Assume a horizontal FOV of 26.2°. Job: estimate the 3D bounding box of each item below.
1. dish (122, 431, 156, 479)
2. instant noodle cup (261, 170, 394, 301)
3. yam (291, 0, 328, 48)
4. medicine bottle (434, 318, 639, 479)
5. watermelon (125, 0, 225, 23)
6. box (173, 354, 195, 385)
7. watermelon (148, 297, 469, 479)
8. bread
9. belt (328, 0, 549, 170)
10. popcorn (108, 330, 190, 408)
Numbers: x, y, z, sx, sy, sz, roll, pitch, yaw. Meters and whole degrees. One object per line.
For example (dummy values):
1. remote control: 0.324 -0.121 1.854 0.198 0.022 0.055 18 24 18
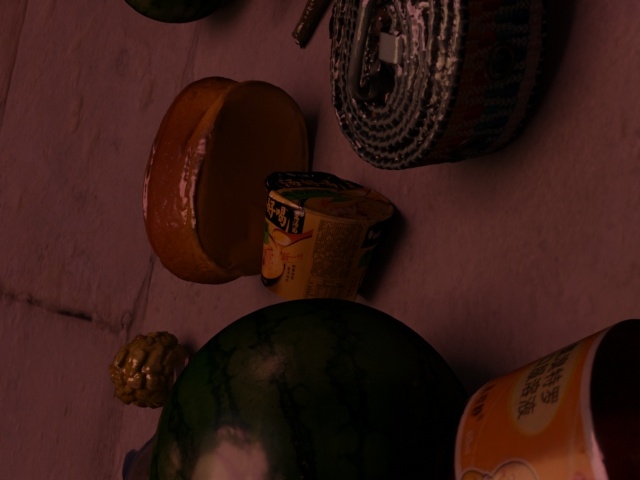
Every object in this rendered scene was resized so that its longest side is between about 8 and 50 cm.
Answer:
1. dish: -0.174 0.349 1.764 0.228 0.086 0.236 -49 42 36
2. instant noodle cup: 0.000 0.000 1.570 0.151 0.151 0.122 43 127 54
3. yam: -0.005 -0.303 1.774 0.129 0.027 0.033 -60 35 27
4. medicine bottle: 0.289 0.150 0.988 0.395 0.242 0.242 -32 53 33
5. watermelon: -0.203 -0.410 1.968 0.215 0.188 0.188 -38 49 56
6. box: -0.163 0.200 1.827 0.063 0.060 0.084 -30 56 60
7. watermelon: -0.001 0.228 1.308 0.363 0.363 0.363 -25 59 52
8. bread: -0.118 -0.076 1.723 0.143 0.195 0.269 -1 75 51
9. belt: 0.108 -0.211 1.379 0.207 0.161 0.295 47 135 41
10. popcorn: -0.236 0.175 1.902 0.116 0.120 0.106 9 63 22
